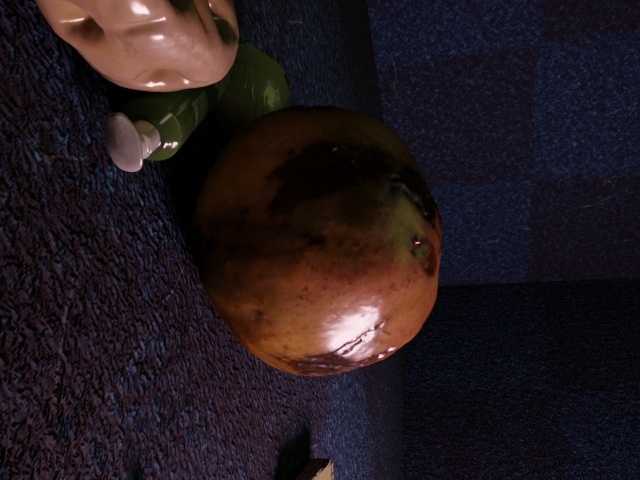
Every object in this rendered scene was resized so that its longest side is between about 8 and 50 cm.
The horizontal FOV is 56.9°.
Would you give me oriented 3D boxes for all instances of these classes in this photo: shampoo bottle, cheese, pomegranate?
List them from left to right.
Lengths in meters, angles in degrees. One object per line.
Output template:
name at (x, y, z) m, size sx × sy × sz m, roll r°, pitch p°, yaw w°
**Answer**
cheese at (-0.142, -0.220, 0.455) m, size 0.235 × 0.117 × 0.218 m, roll -73°, pitch 154°, yaw -58°
shampoo bottle at (-0.143, -0.127, 0.560) m, size 0.204 × 0.065 × 0.065 m, roll -74°, pitch 156°, yaw -55°
pomegranate at (0.000, 0.000, 0.688) m, size 0.322 × 0.322 × 0.322 m, roll -4°, pitch 90°, yaw -77°

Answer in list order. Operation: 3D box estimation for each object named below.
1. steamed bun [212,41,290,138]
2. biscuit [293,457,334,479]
steamed bun at (-0.085, -0.182, 0.758) m, size 0.130 × 0.091 × 0.112 m, roll 65°, pitch 26°, yaw -59°
biscuit at (-0.022, 0.454, 0.955) m, size 0.250 × 0.046 × 0.147 m, roll 22°, pitch 66°, yaw -76°
